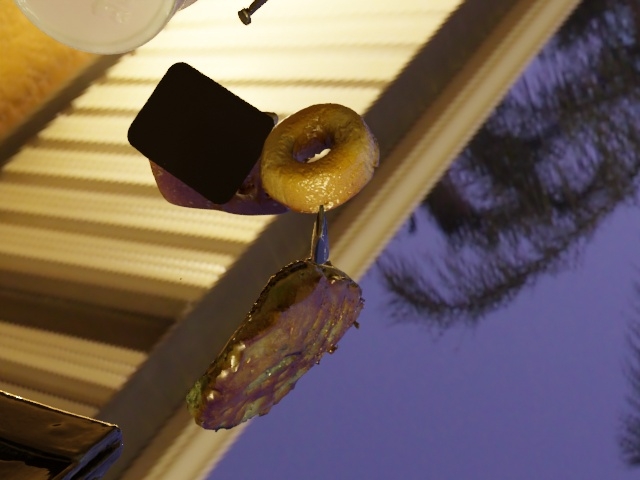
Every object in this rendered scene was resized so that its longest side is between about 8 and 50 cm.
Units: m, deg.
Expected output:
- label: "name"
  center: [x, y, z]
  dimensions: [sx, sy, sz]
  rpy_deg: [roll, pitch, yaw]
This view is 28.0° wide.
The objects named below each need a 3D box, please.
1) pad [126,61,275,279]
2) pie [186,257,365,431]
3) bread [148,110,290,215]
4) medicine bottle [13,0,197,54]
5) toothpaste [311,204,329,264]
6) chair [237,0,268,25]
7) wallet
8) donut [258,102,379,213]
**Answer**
- label: "pad"
  center: [-0.227, -0.104, 2.083]
  dimensions: [0.250, 0.323, 0.055]
  rpy_deg: [35, -159, 29]
- label: "pie"
  center: [-0.067, 0.156, 1.947]
  dimensions: [0.103, 0.355, 0.288]
  rpy_deg: [42, -69, 19]
- label: "bread"
  center: [-0.172, -0.133, 2.199]
  dimensions: [0.234, 0.184, 0.110]
  rpy_deg: [5, -129, 17]
- label: "medicine bottle"
  center: [-0.177, -0.361, 1.341]
  dimensions: [0.214, 0.213, 0.378]
  rpy_deg: [-9, -149, 21]
- label: "toothpaste"
  center: [0.000, 0.000, 1.424]
  dimensions: [0.021, 0.140, 0.037]
  rpy_deg: [1, -109, 0]
- label: "chair"
  center: [-0.049, -0.629, 1.873]
  dimensions: [0.410, 0.364, 0.362]
  rpy_deg: [-31, -116, -14]
- label: "wallet"
  center: [-0.462, 0.242, 1.544]
  dimensions: [0.406, 0.062, 0.228]
  rpy_deg: [14, -146, 25]
- label: "donut"
  center: [-0.004, -0.125, 1.800]
  dimensions: [0.162, 0.065, 0.178]
  rpy_deg: [24, -118, 26]
